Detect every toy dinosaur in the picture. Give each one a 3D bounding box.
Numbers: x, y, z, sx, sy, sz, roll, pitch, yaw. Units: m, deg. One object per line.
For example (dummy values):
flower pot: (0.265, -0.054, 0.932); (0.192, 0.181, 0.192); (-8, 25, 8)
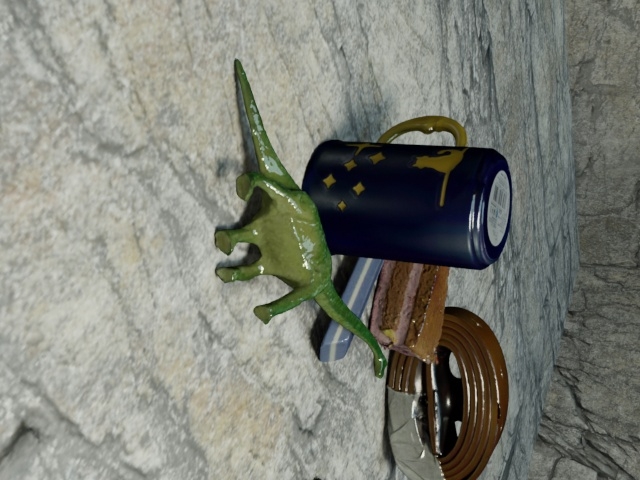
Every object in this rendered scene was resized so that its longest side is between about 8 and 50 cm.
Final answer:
toy dinosaur: (0.000, 0.000, 0.837); (0.300, 0.087, 0.448); (-10, 99, -50)

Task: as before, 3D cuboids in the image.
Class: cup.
cup: (0.134, -0.092, 0.914); (0.178, 0.256, 0.255); (27, 71, -58)

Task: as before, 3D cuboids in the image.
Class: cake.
cake: (0.159, 0.072, 1.126); (0.112, 0.115, 0.296); (4, 93, -60)

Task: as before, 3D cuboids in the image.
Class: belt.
belt: (0.238, 0.300, 1.217); (0.122, 0.217, 0.339); (-5, 97, -65)

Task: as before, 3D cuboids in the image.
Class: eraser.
eraser: (0.056, 0.087, 1.010); (0.082, 0.036, 0.225); (94, 18, -59)

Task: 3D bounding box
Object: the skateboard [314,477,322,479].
skateboard: (-0.012, 0.447, 0.976); (0.080, 0.067, 0.152); (8, 93, -51)
